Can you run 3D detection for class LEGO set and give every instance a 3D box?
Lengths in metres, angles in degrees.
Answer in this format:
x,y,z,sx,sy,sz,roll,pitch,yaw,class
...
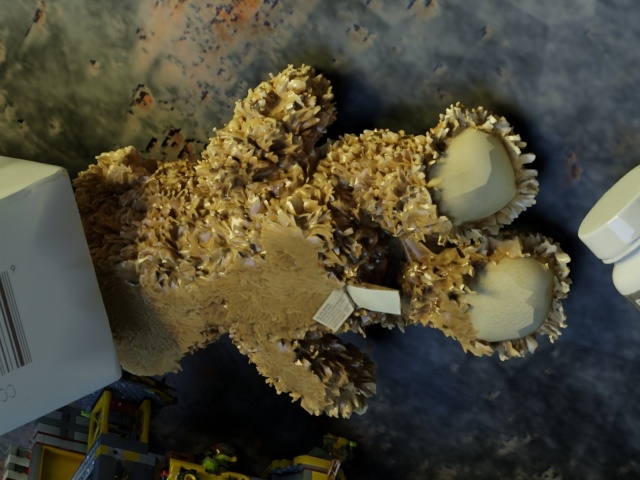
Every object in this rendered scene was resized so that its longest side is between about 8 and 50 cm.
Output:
x,y,z,sx,sy,sz,roll,pitch,yaw,class
-0.120,0.186,1.432,0.255,0.192,0.331,10,143,-13,LEGO set

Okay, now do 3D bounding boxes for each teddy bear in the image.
x,y,z,sx,sy,sz,roll,pitch,yaw,class
0.000,0.000,1.209,0.338,0.113,0.245,-23,117,37,teddy bear

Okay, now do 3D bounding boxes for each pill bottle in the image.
x,y,z,sx,sy,sz,roll,pitch,yaw,class
0.219,0.022,1.077,0.137,0.078,0.078,44,138,-6,pill bottle

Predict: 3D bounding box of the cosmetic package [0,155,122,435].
x,y,z,sx,sy,sz,roll,pitch,yaw,class
-0.332,0.035,1.279,0.385,0.217,0.156,12,120,50,cosmetic package
